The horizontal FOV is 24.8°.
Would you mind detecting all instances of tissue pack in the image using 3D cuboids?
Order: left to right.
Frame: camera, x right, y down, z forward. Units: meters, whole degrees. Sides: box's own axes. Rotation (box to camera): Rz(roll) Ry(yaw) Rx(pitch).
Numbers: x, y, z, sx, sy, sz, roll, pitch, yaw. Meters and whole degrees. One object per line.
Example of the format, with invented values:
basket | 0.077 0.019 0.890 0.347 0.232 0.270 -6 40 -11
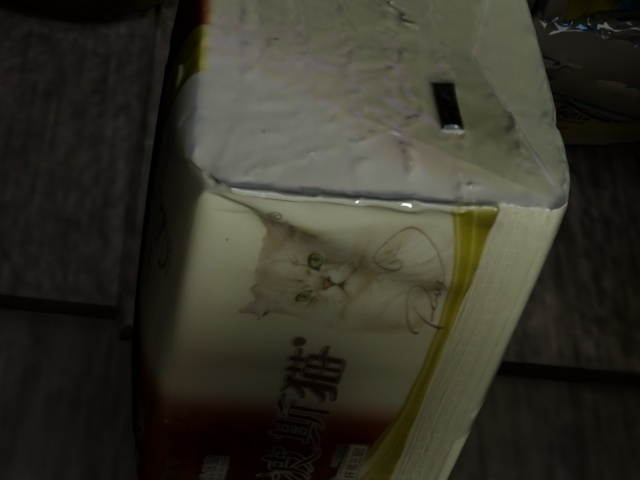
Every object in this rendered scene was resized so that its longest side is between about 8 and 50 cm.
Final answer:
tissue pack | -0.001 0.000 0.414 0.099 0.148 0.106 4 48 -10

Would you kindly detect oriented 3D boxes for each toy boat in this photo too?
toy boat | 0.156 -0.073 0.570 0.210 0.084 0.066 4 36 -18

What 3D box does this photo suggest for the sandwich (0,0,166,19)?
sandwich | -0.094 -0.119 0.582 0.101 0.026 0.069 9 49 -4
